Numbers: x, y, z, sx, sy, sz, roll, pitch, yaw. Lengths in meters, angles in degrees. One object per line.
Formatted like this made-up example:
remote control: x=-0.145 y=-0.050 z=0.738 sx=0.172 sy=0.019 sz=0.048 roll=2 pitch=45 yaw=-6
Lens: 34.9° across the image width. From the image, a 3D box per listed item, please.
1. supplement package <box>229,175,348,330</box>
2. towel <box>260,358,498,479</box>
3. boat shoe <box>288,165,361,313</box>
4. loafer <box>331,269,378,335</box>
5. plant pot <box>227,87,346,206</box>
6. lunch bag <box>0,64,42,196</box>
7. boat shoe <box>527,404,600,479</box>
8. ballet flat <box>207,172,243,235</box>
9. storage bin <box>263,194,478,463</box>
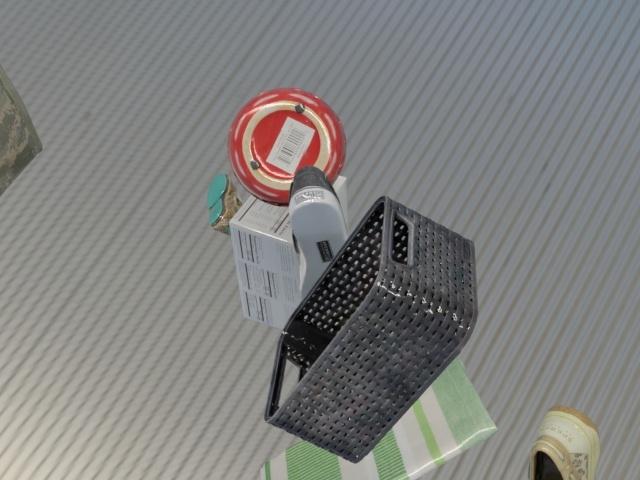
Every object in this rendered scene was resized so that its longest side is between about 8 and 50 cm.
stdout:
supplement package: x=-0.051 y=0.016 z=1.958 sx=0.145 sy=0.262 sz=0.204 roll=18 pitch=49 yaw=21
towel: x=0.064 y=0.278 z=1.320 sx=0.325 sy=0.248 sz=0.038 roll=-33 pitch=105 yaw=5
boat shoe: x=0.000 y=0.000 z=1.226 sx=0.080 sy=0.228 sz=0.076 roll=-12 pitch=50 yaw=5
loafer: x=0.070 y=0.152 z=1.824 sx=0.092 sy=0.268 sz=0.102 roll=21 pitch=40 yaw=24
plant pot: x=-0.055 y=-0.147 z=1.579 sx=0.191 sy=0.174 sz=0.191 roll=0 pitch=92 yaw=1
lunch bag: x=-0.532 y=-0.159 z=1.354 sx=0.169 sy=0.287 sz=0.235 roll=14 pitch=52 yaw=19
boat shoe: x=0.314 y=0.351 z=1.348 sx=0.105 sy=0.285 sz=0.089 roll=10 pitch=34 yaw=38
ballet flat: x=-0.191 y=-0.067 z=2.069 sx=0.073 sy=0.067 sz=0.206 roll=-45 pitch=24 yaw=21
storage bin: x=0.038 y=0.071 z=0.794 sx=0.084 sy=0.180 sz=0.122 roll=28 pitch=34 yaw=-13
